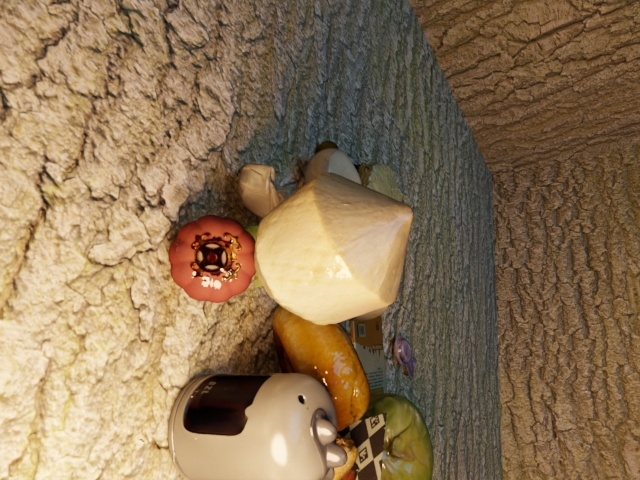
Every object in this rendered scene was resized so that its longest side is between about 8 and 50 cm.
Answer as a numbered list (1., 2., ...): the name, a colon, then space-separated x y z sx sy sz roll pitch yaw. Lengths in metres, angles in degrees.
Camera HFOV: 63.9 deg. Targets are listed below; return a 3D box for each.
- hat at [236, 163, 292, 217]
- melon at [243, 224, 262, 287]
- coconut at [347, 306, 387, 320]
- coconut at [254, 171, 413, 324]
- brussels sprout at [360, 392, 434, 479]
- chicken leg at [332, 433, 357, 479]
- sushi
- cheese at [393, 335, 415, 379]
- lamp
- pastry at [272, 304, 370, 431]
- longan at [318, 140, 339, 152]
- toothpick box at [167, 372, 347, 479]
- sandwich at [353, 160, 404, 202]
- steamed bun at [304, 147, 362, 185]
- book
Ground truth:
1. hat: -0.121 -0.066 1.239 0.219 0.164 0.225 44 42 -74
2. melon: -0.155 0.036 1.240 0.209 0.064 0.118 58 35 -35
3. coconut: 0.106 0.138 1.512 0.202 0.202 0.222 57 32 -32
4. coconut: 0.037 0.010 1.006 0.329 0.329 0.328 26 59 -54
5. brussels sprout: 0.189 0.602 1.464 0.328 0.247 0.327 27 50 -37
6. chicken leg: -0.007 0.538 1.145 0.251 0.087 0.107 -44 132 -29
7. sushi: 0.070 0.580 1.212 0.059 0.292 0.294 32 50 -22
8. cheese: 0.315 0.429 1.913 0.190 0.042 0.105 59 37 -31
9. lamp: -0.217 0.038 1.050 0.182 0.140 0.181 1 85 -14
10. pastry: -0.006 0.284 1.186 0.356 0.164 0.355 163 -90 -79
11. longan: 0.025 -0.284 1.647 0.075 0.075 0.083 68 -9 -18
12. toothpick box: -0.103 0.365 0.969 0.229 0.317 0.228 24 61 -55
13. sandwich: 0.175 -0.130 1.778 0.262 0.131 0.325 45 47 -42
14. steamed bun: 0.033 -0.166 1.547 0.228 0.131 0.177 53 49 -39
15. book: 0.162 0.394 1.690 0.208 0.020 0.295 16 67 -57
